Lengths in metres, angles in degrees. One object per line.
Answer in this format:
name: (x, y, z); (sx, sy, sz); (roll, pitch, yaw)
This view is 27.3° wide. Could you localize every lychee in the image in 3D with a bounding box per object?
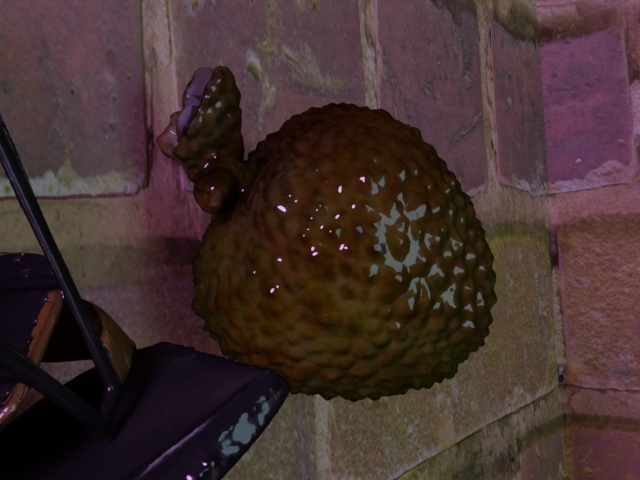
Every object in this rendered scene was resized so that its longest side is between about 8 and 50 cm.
lychee: (0.010, 0.005, 1.136); (0.319, 0.270, 0.270); (8, 78, -29)

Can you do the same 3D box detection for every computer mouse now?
computer mouse: (-0.120, 0.145, 0.816); (0.168, 0.295, 0.087); (-36, 105, -25)

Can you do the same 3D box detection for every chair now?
chair: (-0.213, 0.048, 0.759); (0.172, 0.158, 0.247); (-71, 146, -43)
